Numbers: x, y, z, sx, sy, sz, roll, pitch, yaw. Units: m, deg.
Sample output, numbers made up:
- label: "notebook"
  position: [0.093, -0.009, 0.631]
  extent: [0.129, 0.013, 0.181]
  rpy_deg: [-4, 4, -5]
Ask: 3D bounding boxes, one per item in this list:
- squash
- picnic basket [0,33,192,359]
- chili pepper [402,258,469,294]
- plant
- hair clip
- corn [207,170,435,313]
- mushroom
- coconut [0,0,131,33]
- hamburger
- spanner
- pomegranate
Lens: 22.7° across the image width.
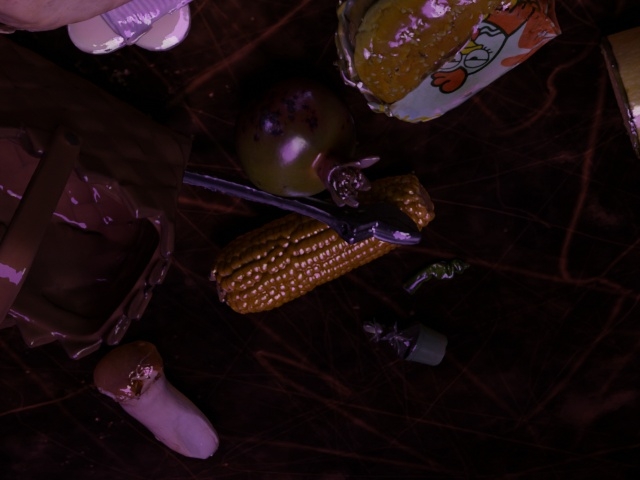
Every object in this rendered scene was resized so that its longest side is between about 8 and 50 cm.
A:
- label: "squash"
  position: [0.416, -0.175, 1.599]
  extent: [0.247, 0.132, 0.132]
  rpy_deg: [-16, 134, 7]
- label: "picnic basket"
  position: [-0.295, -0.008, 1.543]
  extent: [0.291, 0.321, 0.254]
  rpy_deg: [27, 131, -13]
- label: "chili pepper"
  position: [0.133, 0.039, 1.857]
  extent: [0.083, 0.022, 0.027]
  rpy_deg: [-23, 99, 17]
- label: "plant"
  position: [0.099, 0.116, 1.910]
  extent: [0.102, 0.051, 0.051]
  rpy_deg: [19, 130, -15]
- label: "hair clip"
  position: [-0.151, -0.253, 1.503]
  extent: [0.218, 0.071, 0.159]
  rpy_deg: [-27, 129, 13]
- label: "corn"
  position: [0.000, 0.002, 1.759]
  extent: [0.260, 0.091, 0.091]
  rpy_deg: [-26, 123, 13]
- label: "mushroom"
  position: [-0.194, 0.200, 1.954]
  extent: [0.084, 0.071, 0.209]
  rpy_deg: [-44, 134, -7]
- label: "coconut"
  position: [-0.223, -0.334, 1.249]
  extent: [0.352, 0.353, 0.353]
  rpy_deg: [-3, 135, -3]
- label: "hamburger"
  position: [0.101, -0.217, 1.520]
  extent: [0.214, 0.125, 0.235]
  rpy_deg: [-37, 142, 15]
- label: "spanner"
  position: [-0.050, -0.048, 1.672]
  extent: [0.325, 0.093, 0.026]
  rpy_deg: [16, 113, 7]
- label: "pomegranate"
  position: [-0.018, -0.099, 1.611]
  extent: [0.129, 0.159, 0.129]
  rpy_deg: [-7, 110, -21]
